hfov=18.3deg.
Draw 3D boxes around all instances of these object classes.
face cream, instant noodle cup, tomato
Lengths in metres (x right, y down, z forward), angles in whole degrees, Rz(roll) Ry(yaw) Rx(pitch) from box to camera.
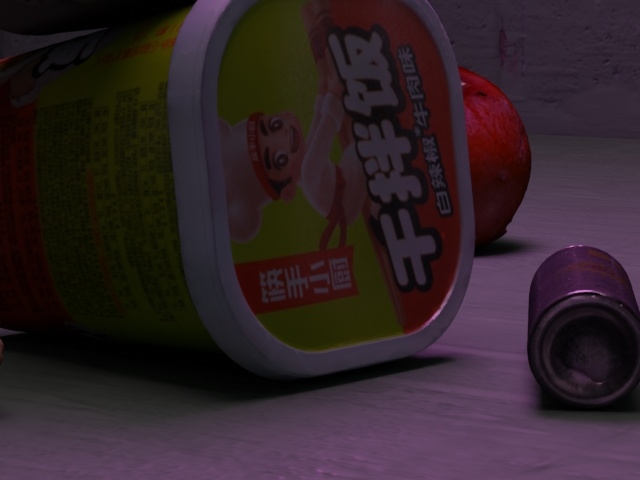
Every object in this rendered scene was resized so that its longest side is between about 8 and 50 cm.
[{"bbox_3d":[0.173,0.049,1.310,0.073,0.073,0.283,1,6,6],"label":"face cream"},{"bbox_3d":[-0.093,-0.040,1.373,0.308,0.293,0.294,-4,2,42],"label":"instant noodle cup"},{"bbox_3d":[0.105,-0.085,1.970,0.208,0.184,0.208,0,5,0],"label":"tomato"}]

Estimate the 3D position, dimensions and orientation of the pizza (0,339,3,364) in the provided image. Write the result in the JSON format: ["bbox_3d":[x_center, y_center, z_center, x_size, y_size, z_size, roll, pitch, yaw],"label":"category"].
[{"bbox_3d":[-0.357,0.060,1.189,0.258,0.087,0.268,-8,12,-34],"label":"pizza"}]

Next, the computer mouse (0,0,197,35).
[{"bbox_3d":[-0.092,-0.205,1.357,0.331,0.095,0.197,-9,1,-29],"label":"computer mouse"}]
